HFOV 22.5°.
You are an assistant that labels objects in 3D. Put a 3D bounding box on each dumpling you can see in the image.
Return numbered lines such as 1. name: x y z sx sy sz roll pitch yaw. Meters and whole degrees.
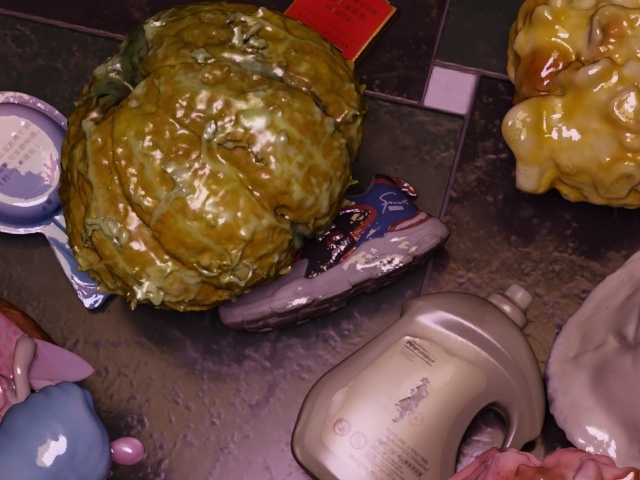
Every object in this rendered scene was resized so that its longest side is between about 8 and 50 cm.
1. dumpling: 0.314 0.113 1.423 0.227 0.243 0.175 0 116 19

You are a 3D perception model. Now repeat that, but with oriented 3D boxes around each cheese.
1. cheese: -0.270 -0.052 1.551 0.245 0.052 0.135 41 77 3

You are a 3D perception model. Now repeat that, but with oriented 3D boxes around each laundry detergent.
1. laundry detergent: 0.105 0.142 1.447 0.181 0.091 0.253 41 80 10

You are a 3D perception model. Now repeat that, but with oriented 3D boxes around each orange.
1. orange: -0.112 -0.080 1.431 0.223 0.300 0.301 41 87 -29

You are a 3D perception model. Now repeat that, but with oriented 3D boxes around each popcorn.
1. popcorn: 0.259 -0.141 1.471 0.217 0.181 0.235 -16 70 1

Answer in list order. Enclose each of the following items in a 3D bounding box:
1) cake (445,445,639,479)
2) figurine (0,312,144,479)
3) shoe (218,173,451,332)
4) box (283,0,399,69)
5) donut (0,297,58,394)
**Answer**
1. cake: 0.146 0.336 1.249 0.314 0.307 0.293 -35 91 -8
2. figurine: -0.286 0.143 1.325 0.260 0.103 0.205 41 73 19
3. shoe: 0.000 0.000 1.489 0.228 0.099 0.125 -23 81 -8
4. box: 0.003 -0.201 1.591 0.090 0.023 0.133 37 79 15
5. donut: -0.361 0.186 1.438 0.299 0.150 0.317 -20 74 -9
